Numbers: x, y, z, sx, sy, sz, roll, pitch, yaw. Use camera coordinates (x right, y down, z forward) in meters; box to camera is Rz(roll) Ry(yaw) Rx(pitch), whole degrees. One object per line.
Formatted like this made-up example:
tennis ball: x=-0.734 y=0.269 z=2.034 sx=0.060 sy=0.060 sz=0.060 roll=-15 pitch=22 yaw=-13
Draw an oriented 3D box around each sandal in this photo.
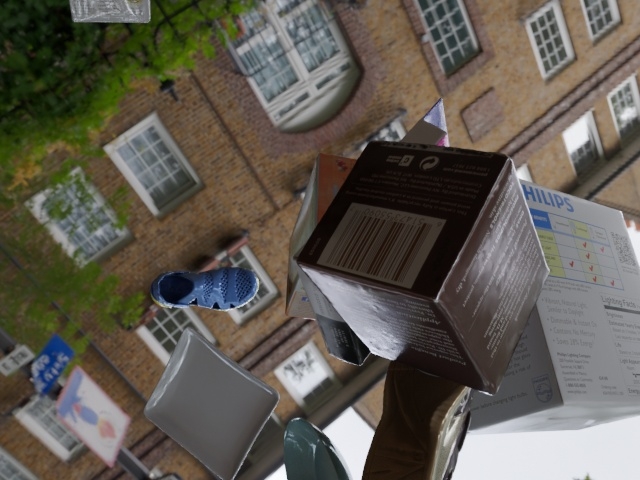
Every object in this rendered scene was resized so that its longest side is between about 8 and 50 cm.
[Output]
sandal: x=-0.327 y=0.133 z=1.822 sx=0.317 sy=0.126 sz=0.138 roll=-7 pitch=171 yaw=5

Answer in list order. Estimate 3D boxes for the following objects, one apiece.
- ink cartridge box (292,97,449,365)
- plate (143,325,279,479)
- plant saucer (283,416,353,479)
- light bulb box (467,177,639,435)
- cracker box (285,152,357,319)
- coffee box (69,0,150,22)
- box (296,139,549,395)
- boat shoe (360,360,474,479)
ink cartridge box: x=0.112 y=-0.024 z=0.906 sx=0.069 sy=0.175 sz=0.371 roll=13 pitch=-132 yaw=34
plate: x=-0.252 y=0.376 z=1.550 sx=0.277 sy=0.278 sz=0.045 roll=-61 pitch=165 yaw=18
plant saucer: x=0.007 y=0.314 z=0.835 sx=0.037 sy=0.195 sz=0.195 roll=-8 pitch=-158 yaw=-25
light bulb box: x=0.375 y=0.123 z=1.124 sx=0.225 sy=0.358 sz=0.361 roll=-34 pitch=-125 yaw=45
cracker box: x=0.000 y=0.000 z=1.034 sx=0.067 sy=0.232 sz=0.155 roll=9 pitch=-126 yaw=-9
coffee box: x=-0.257 y=-0.403 z=0.783 sx=0.098 sy=0.246 sz=0.141 roll=-3 pitch=-132 yaw=-11
box: x=0.116 y=0.027 z=0.702 sx=0.168 sy=0.203 sz=0.167 roll=13 pitch=-117 yaw=38
boat shoe: x=0.127 y=0.211 z=0.797 sx=0.103 sy=0.092 sz=0.285 roll=6 pitch=-128 yaw=25
